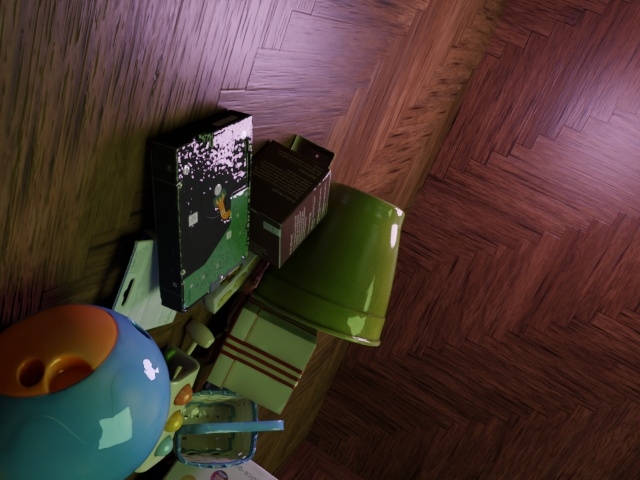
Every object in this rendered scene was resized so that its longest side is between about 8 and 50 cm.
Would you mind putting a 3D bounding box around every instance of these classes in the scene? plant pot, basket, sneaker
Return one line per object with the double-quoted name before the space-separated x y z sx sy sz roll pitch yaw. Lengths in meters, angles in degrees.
"plant pot" 0.053 0.042 1.563 0.353 0.366 0.366 -68 163 1
"plant pot" -0.025 -0.199 1.522 0.109 0.109 0.096 -64 175 10
"basket" -0.264 0.499 1.570 0.289 0.254 0.201 -36 -129 54
"sneaker" -0.432 0.607 1.758 0.119 0.047 0.057 -56 151 -18

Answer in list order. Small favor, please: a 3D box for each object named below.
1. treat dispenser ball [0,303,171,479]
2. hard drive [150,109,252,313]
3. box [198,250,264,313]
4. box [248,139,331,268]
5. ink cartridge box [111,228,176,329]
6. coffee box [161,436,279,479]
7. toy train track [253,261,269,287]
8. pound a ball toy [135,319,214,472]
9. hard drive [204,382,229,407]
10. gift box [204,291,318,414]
"treat dispenser ball" -0.375 0.239 0.891 0.288 0.288 0.288 -52 161 -26
"hard drive" -0.220 -0.058 1.135 0.237 0.064 0.339 -43 144 -52
"box" -0.191 0.047 1.496 0.324 0.063 0.067 -48 162 -36
"box" -0.101 -0.086 1.359 0.203 0.168 0.167 -50 161 -31
"ink cartridge box" -0.337 0.080 1.160 0.223 0.045 0.224 -66 162 13
"coffee box" -0.325 0.813 1.790 0.334 0.337 0.338 -54 175 -24
"toy train track" -0.175 0.098 1.718 0.083 0.014 0.048 -62 157 -16
"pound a ball toy" -0.359 0.375 1.424 0.208 0.135 0.319 -22 139 -64
"hard drive" -0.296 0.472 1.902 0.172 0.054 0.255 -50 160 -31
"gift box" -0.172 0.307 1.670 0.255 0.258 0.276 -63 -177 1
